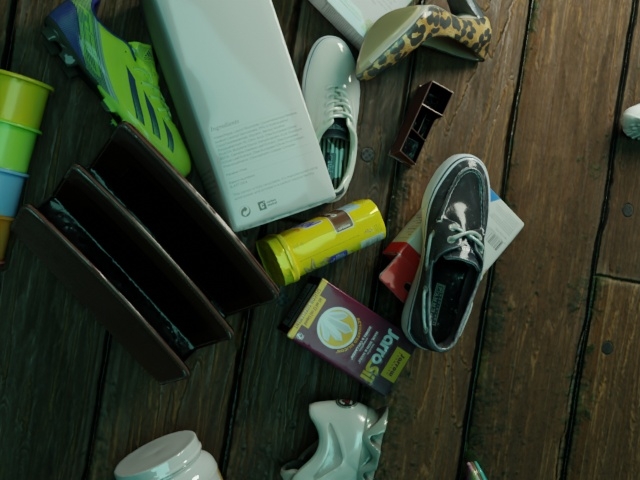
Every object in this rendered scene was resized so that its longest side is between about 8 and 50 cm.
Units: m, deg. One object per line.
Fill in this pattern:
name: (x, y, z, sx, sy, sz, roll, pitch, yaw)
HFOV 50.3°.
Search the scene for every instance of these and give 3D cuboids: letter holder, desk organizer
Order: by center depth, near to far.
letter holder: (-0.228, 0.024, 0.898, 0.302, 0.214, 0.152, 49, 57, -11)
desk organizer: (0.162, -0.188, 1.098, 0.047, 0.050, 0.130, 26, 85, -13)

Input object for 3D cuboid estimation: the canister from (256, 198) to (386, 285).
canister: (0.000, 0.000, 1.023, 0.170, 0.126, 0.073, -24, 96, -15)

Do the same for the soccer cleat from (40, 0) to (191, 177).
soccer cleat: (-0.266, -0.219, 0.968, 0.121, 0.093, 0.289, -42, 101, -17)

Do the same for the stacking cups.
stacking cups: (-0.452, -0.070, 0.931, 0.096, 0.096, 0.316, 15, 91, -14)

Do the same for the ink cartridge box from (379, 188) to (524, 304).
ink cartridge box: (0.199, 0.014, 1.097, 0.134, 0.078, 0.231, 44, 81, -11)

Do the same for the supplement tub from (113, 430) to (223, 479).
supplement tub: (-0.197, 0.390, 0.968, 0.144, 0.144, 0.200, -22, 96, -13)

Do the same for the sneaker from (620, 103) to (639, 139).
sneaker: (0.627, -0.243, 1.210, 0.235, 0.090, 0.095, -11, 80, -17)

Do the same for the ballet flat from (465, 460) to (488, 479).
ballet flat: (0.288, 0.473, 1.137, 0.079, 0.077, 0.221, -35, 100, 8)

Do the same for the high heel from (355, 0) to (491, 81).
high heel: (0.170, -0.287, 1.058, 0.261, 0.093, 0.186, -50, 128, -15)

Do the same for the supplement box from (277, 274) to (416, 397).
supplement box: (0.042, 0.147, 1.058, 0.188, 0.081, 0.104, 34, 83, -13)

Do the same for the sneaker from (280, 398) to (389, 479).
sneaker: (0.004, 0.402, 1.048, 0.146, 0.122, 0.330, 11, 89, 4)

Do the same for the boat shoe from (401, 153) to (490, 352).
boat shoe: (0.197, 0.016, 1.002, 0.108, 0.102, 0.301, 18, 86, -13)

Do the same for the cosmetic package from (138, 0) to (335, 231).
cosmetic package: (-0.125, -0.204, 0.951, 0.155, 0.197, 0.365, -19, 97, -13)

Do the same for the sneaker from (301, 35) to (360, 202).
sneaker: (0.025, -0.187, 1.042, 0.094, 0.091, 0.258, -2, 92, -14)

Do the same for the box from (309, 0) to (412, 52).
box: (0.093, -0.491, 1.074, 0.232, 0.058, 0.322, 43, 82, -11)
